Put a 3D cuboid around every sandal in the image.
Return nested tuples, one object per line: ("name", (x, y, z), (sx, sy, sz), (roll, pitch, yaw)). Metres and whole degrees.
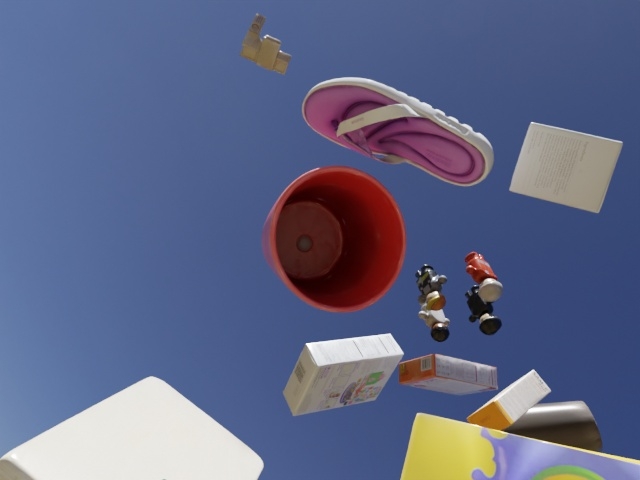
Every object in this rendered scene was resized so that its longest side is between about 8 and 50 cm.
("sandal", (0.132, -0.211, 1.082), (0.417, 0.102, 0.169), (21, -41, 21))

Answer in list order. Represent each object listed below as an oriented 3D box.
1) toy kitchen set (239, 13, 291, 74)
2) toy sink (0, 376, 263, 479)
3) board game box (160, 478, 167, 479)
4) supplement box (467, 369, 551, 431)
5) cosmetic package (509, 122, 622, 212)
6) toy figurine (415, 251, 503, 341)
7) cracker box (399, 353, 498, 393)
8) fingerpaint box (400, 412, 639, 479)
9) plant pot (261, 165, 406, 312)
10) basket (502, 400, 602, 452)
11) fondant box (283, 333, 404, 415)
("toy kitchen set", (-0.082, -0.343, 0.928), (0.083, 0.075, 0.068), (22, -25, -9))
("toy sink", (-0.165, 0.231, 0.454), (0.153, 0.234, 0.131), (37, -87, 5))
("board game box", (-0.122, 0.233, 0.248), (0.035, 0.136, 0.201), (16, -80, 28))
("supplement box", (0.247, 0.216, 0.716), (0.036, 0.099, 0.062), (54, -40, 21))
("cosmetic package", (0.523, -0.158, 1.185), (0.184, 0.151, 0.151), (18, -77, 18))
("toy figurine", (0.356, 0.157, 1.409), (0.148, 0.210, 0.212), (-103, -179, -47))
("cracker box", (0.359, 0.382, 1.542), (0.233, 0.067, 0.156), (18, -29, -26))
("fingerpaint box", (0.116, 0.385, 0.322), (0.163, 0.444, 0.371), (5, -31, 29))
("plant pot", (0.000, 0.000, 1.113), (0.274, 0.275, 0.243), (62, -18, -9))
("basket", (0.581, 0.503, 1.404), (0.227, 0.154, 0.204), (-15, -93, 7))
("fondant box", (0.072, 0.425, 1.744), (0.096, 0.331, 0.238), (57, -45, 42))
